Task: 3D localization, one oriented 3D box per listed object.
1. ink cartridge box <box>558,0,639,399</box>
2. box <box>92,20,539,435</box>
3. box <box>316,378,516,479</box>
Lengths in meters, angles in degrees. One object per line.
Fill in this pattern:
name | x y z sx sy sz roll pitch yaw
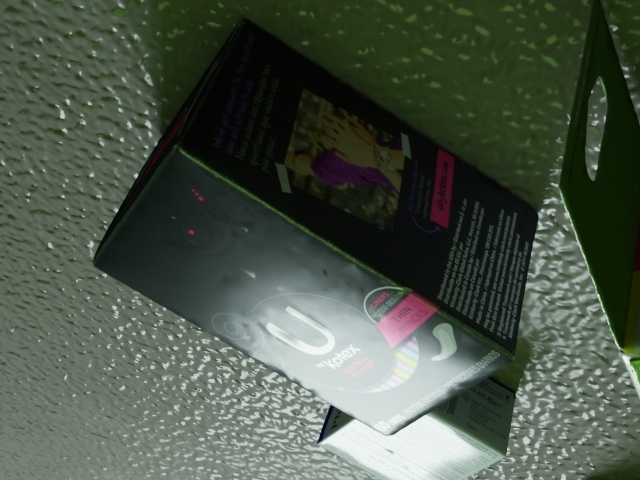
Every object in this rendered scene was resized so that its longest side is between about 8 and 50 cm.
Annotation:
ink cartridge box | 0.233 -0.006 0.624 0.097 0.189 0.255 -8 132 30
box | 0.000 0.000 0.764 0.270 0.143 0.165 32 138 -12
box | 0.088 0.166 0.967 0.126 0.072 0.137 31 138 -13
